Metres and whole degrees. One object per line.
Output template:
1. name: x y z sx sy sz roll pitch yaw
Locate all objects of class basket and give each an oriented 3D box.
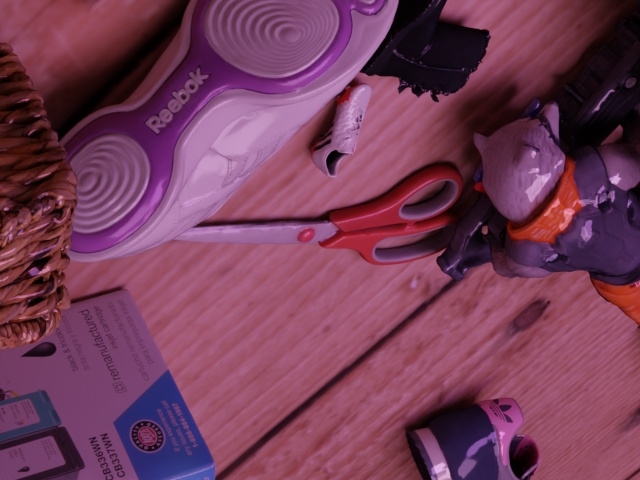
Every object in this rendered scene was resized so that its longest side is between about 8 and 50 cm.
1. basket: -0.314 0.023 0.910 0.299 0.213 0.223 -6 135 -30

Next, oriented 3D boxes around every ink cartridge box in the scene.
1. ink cartridge box: -0.246 0.202 1.170 0.270 0.198 0.197 -16 140 -21

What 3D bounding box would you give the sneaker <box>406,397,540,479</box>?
1. sneaker: 0.196 0.285 1.644 0.131 0.112 0.319 -27 144 -2

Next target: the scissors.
1. scissors: 0.000 0.000 1.263 0.297 0.021 0.109 -14 141 -25

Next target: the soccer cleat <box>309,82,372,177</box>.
1. soccer cleat: 0.020 -0.087 1.169 0.029 0.035 0.083 8 128 -40

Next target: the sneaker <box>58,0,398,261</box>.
1. sneaker: -0.075 -0.099 1.059 0.305 0.114 0.152 -39 172 -2

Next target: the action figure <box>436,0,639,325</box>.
1. action figure: 0.279 -0.050 1.263 0.330 0.178 0.341 16 117 -32

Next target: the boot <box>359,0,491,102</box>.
1. boot: 0.090 -0.161 1.131 0.099 0.045 0.121 9 134 -38
